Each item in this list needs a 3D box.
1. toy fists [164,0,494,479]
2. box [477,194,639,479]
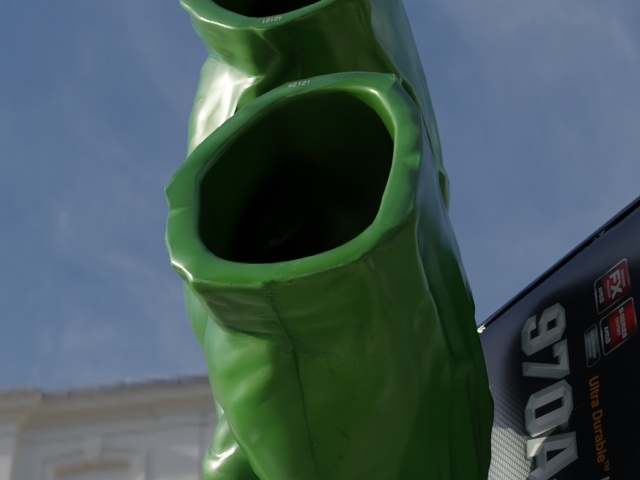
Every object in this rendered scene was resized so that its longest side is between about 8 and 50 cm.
[{"bbox_3d":[0.000,0.000,0.509,0.096,0.279,0.142,-15,-58,6],"label":"toy fists"},{"bbox_3d":[0.092,0.095,0.500,0.051,0.220,0.175,34,-56,-21],"label":"box"}]
